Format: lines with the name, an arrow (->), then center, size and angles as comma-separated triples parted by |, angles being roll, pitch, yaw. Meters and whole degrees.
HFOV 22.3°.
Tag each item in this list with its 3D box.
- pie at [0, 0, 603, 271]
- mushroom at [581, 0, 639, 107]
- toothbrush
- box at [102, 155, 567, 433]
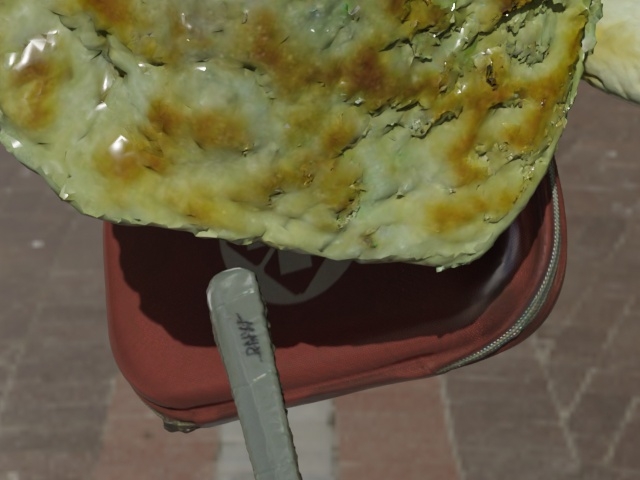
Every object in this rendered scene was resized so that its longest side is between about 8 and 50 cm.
pie -> -0.013, -0.174, 0.905 | 0.395, 0.418, 0.180 | -1, 21, -14
mushroom -> 0.295, -0.104, 1.034 | 0.312, 0.081, 0.100 | 28, 71, 40
toothbrush -> -0.016, 0.114, 0.705 | 0.030, 0.030, 0.297 | -25, 42, 7
box -> 0.000, 0.000, 1.297 | 0.404, 0.263, 0.108 | -16, -21, 25
